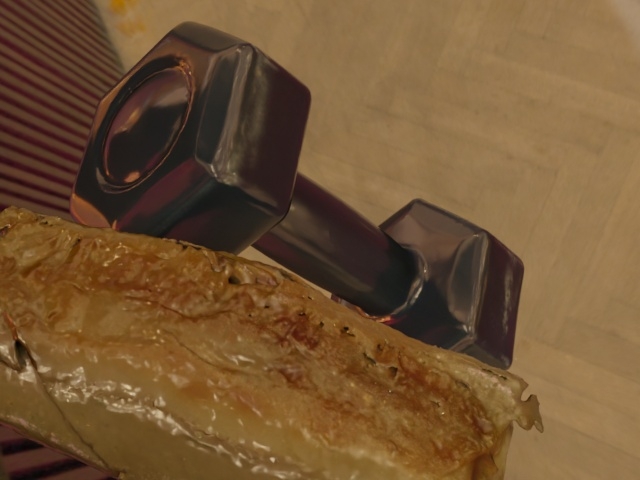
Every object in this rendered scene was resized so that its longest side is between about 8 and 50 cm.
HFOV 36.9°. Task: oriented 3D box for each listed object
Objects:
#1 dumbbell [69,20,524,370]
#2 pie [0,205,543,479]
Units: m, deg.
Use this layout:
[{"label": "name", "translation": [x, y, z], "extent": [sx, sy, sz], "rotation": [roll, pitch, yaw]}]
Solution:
[{"label": "dumbbell", "translation": [0.000, 0.000, 0.630], "extent": [0.143, 0.316, 0.157], "rotation": [-10, 59, 41]}, {"label": "pie", "translation": [-0.036, 0.068, 0.451], "extent": [0.282, 0.068, 0.129], "rotation": [18, 47, 4]}]
